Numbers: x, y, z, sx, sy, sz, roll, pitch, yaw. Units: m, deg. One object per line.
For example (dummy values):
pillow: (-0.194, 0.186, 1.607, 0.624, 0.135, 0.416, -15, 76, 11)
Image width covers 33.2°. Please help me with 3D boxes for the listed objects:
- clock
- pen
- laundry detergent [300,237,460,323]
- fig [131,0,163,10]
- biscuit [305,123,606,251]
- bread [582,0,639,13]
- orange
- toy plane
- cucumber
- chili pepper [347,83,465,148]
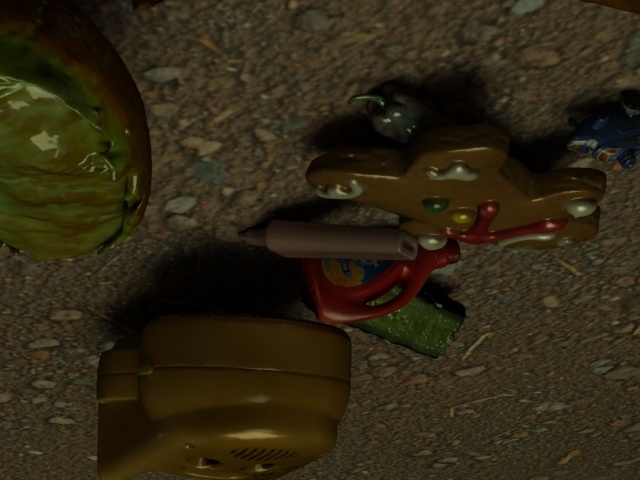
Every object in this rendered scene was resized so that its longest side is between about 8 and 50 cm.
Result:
clock: (-0.099, 0.171, 1.183, 0.244, 0.200, 0.317, 6, 164, -27)
pen: (0.000, 0.000, 1.057, 0.197, 0.032, 0.053, 3, 167, 30)
laundry detergent: (0.067, 0.031, 1.111, 0.165, 0.097, 0.049, -12, 154, -10)
fig: (-0.147, -0.213, 0.591, 0.142, 0.148, 0.186, -42, 177, 29)
biscuit: (0.158, -0.030, 1.010, 0.216, 0.047, 0.340, -8, 162, 34)
bread: (0.247, -0.206, 0.657, 0.129, 0.134, 0.260, 12, 147, -32)
orange: (-0.283, -0.080, 0.733, 0.335, 0.196, 0.262, -12, 137, 3)
toy plane: (0.295, -0.096, 0.952, 0.167, 0.062, 0.054, -11, 153, -11)
cucumber: (0.067, 0.067, 1.220, 0.211, 0.062, 0.078, 25, 102, -34)
chili pepper: (0.086, -0.098, 0.928, 0.153, 0.041, 0.050, 24, 173, -42)
